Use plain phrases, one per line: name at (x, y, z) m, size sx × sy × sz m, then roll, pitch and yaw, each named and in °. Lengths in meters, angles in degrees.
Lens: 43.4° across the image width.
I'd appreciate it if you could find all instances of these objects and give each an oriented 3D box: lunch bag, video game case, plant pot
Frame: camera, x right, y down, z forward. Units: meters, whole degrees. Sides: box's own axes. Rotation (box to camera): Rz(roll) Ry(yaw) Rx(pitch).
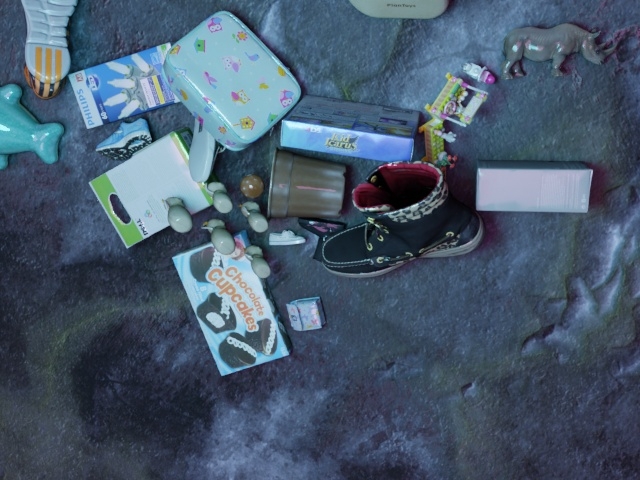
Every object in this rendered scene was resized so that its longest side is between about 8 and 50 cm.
lunch bag at (-0.037, 0.180, 1.947) m, size 0.083 × 0.053 × 0.071 m, roll -8°, pitch 102°, yaw 20°
video game case at (0.071, -0.240, 1.718) m, size 0.269 × 0.244 × 0.061 m, roll 10°, pitch 113°, yaw 7°
lunch bag at (-0.189, -0.348, 1.767) m, size 0.279 × 0.108 × 0.224 m, roll 47°, pitch 66°, yaw -7°
plant pot at (-0.029, -0.120, 1.821) m, size 0.165 × 0.167 × 0.167 m, roll 7°, pitch 105°, yaw -2°

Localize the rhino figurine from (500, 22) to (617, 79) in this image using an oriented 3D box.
rhino figurine at (0.502, -0.403, 1.699) m, size 0.243 × 0.073 × 0.106 m, roll -3°, pitch 107°, yaw 8°

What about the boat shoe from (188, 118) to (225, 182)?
boat shoe at (-0.245, -0.231, 1.821) m, size 0.077 × 0.070 × 0.219 m, roll -10°, pitch 69°, yaw 46°

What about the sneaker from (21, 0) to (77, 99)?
sneaker at (-0.632, -0.473, 1.837) m, size 0.124 × 0.180 × 0.321 m, roll 8°, pitch 72°, yaw -22°

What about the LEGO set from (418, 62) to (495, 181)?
LEGO set at (0.294, -0.239, 1.730) m, size 0.107 × 0.132 × 0.287 m, roll 32°, pitch 110°, yaw 40°

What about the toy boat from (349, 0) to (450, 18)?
toy boat at (0.165, -0.563, 1.694) m, size 0.231 × 0.151 × 0.151 m, roll 4°, pitch 75°, yaw 7°

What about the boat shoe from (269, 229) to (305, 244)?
boat shoe at (-0.080, -0.008, 1.905) m, size 0.100 × 0.035 × 0.035 m, roll -1°, pitch 94°, yaw 36°

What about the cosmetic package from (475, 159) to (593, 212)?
cosmetic package at (0.456, -0.120, 1.752) m, size 0.237 × 0.127 × 0.107 m, roll 4°, pitch 105°, yaw 6°

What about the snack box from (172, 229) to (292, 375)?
snack box at (-0.213, 0.153, 1.963) m, size 0.187 × 0.060 × 0.322 m, roll -19°, pitch 100°, yaw 13°

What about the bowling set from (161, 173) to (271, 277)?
bowling set at (-0.188, -0.064, 1.799) m, size 0.287 × 0.154 × 0.200 m, roll 35°, pitch 97°, yaw -26°

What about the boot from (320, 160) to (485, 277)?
boot at (0.135, -0.040, 1.697) m, size 0.377 × 0.284 × 0.138 m, roll -9°, pitch 65°, yaw 22°

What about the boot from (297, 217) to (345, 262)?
boot at (0.000, 0.000, 1.899) m, size 0.121 × 0.045 × 0.099 m, roll 10°, pitch 106°, yaw 3°

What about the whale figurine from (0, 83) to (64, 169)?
whale figurine at (-0.753, -0.264, 1.901) m, size 0.272 × 0.141 × 0.216 m, roll 21°, pitch 106°, yaw 3°

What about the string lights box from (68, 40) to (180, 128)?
string lights box at (-0.432, -0.358, 1.858) m, size 0.259 × 0.077 × 0.133 m, roll -14°, pitch 103°, yaw 13°

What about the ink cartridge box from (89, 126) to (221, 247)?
ink cartridge box at (-0.386, -0.125, 1.902) m, size 0.255 × 0.097 × 0.189 m, roll -26°, pitch 99°, yaw 16°

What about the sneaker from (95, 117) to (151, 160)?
sneaker at (-0.466, -0.243, 1.911) m, size 0.162 × 0.063 × 0.073 m, roll -18°, pitch 62°, yaw 25°
